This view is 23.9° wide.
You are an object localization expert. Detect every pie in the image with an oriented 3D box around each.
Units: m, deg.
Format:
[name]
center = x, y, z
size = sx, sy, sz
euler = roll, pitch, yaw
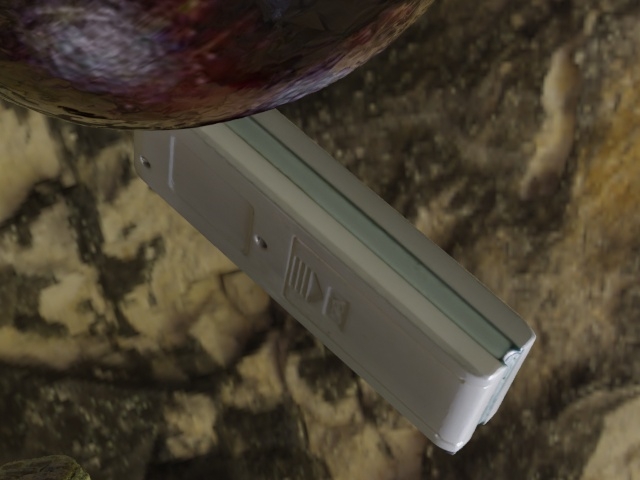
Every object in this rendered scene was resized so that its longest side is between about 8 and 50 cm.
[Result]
[pie]
center = -0.194, 0.164, 1.013
size = 0.084, 0.020, 0.084
euler = -7, -168, 2

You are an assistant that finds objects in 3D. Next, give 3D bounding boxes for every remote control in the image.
[remote control]
center = 0.000, 0.000, 0.895
size = 0.277, 0.103, 0.055
euler = 42, -118, 16

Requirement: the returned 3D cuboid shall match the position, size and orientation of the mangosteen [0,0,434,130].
[mangosteen]
center = -0.039, -0.176, 0.529
size = 0.314, 0.297, 0.297
euler = 16, -125, 15
